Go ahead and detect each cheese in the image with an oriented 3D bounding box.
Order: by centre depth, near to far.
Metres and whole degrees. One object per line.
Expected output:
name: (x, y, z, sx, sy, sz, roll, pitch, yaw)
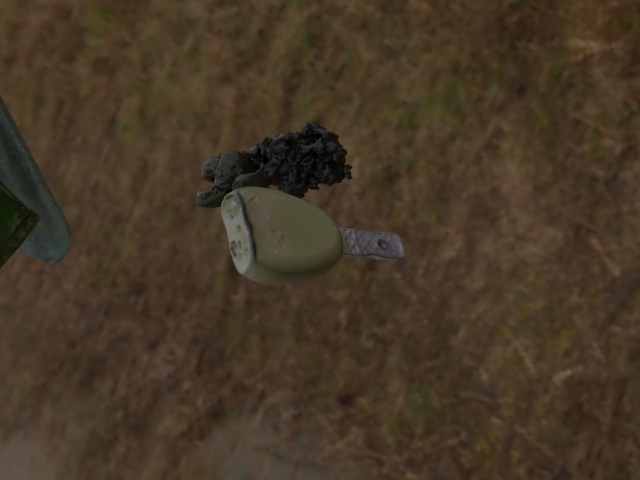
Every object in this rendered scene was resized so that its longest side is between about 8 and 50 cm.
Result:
cheese: (0.000, 0.000, 1.398, 0.037, 0.192, 0.097, -44, 51, 43)

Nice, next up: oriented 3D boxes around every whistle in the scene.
whistle: (-0.306, -0.114, 1.326, 0.062, 0.312, 0.062, -19, 25, 10)

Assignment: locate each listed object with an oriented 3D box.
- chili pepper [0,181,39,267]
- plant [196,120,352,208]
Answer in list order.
chili pepper: (-0.424, 0.019, 1.229, 0.385, 0.167, 0.213, -30, 74, 4)
plant: (-0.053, -0.076, 1.601, 0.174, 0.087, 0.085, -14, 71, 14)
